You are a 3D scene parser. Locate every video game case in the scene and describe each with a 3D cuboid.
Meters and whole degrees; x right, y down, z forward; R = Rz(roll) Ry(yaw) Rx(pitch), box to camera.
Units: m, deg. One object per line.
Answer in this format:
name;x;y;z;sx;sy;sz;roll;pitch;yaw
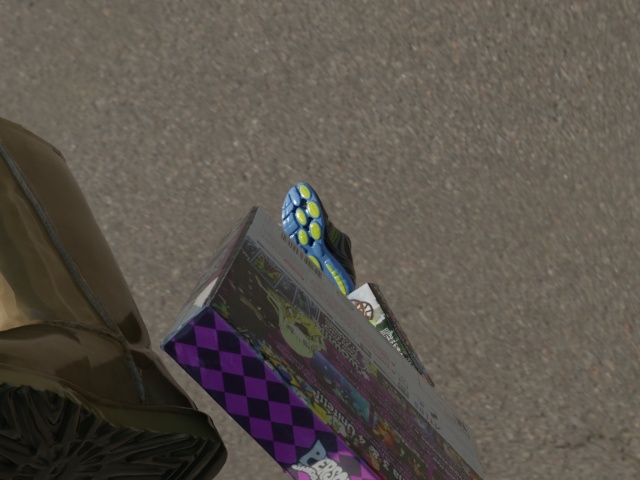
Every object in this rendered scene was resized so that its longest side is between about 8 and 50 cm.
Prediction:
video game case;0.015;0.096;0.639;0.042;0.210;0.232;-41;100;13

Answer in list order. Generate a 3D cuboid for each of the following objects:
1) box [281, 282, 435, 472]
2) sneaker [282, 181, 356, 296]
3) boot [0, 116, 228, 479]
box;0.014;0.183;1.386;0.233;0.044;0.159;-34;73;16
sneaker;0.000;0.000;1.545;0.067;0.078;0.188;-20;106;22
boot;-0.188;0.022;0.567;0.089;0.236;0.269;-43;56;10
